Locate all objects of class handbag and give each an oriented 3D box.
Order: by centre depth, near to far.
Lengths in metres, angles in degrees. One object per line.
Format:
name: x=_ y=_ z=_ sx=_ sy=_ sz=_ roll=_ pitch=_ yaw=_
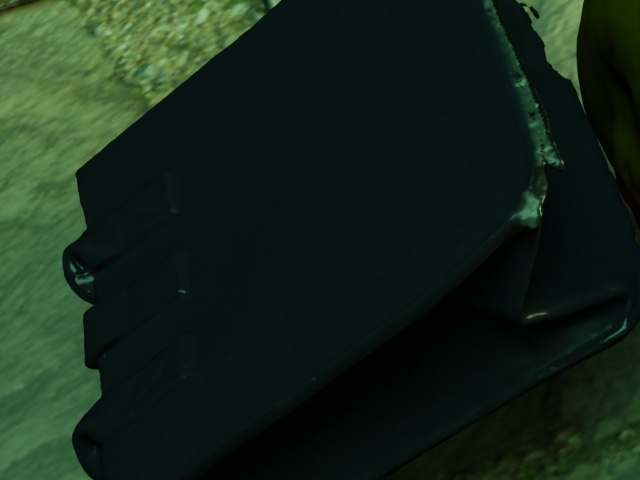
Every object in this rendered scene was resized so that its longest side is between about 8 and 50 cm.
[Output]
handbag: x=0.000 y=0.000 z=1.054 sx=0.329 sy=0.122 sz=0.303 roll=-36 pitch=39 yaw=19

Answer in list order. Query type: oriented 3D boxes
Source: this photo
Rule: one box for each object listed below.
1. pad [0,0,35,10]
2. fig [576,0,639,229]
pad: x=-0.172 y=-0.302 z=1.418 sx=0.284 sy=0.018 sz=0.286 roll=-16 pitch=54 yaw=-2
fig: x=0.315 y=-0.098 z=0.994 sx=0.343 sy=0.343 sz=0.343 roll=-5 pitch=55 yaw=7
